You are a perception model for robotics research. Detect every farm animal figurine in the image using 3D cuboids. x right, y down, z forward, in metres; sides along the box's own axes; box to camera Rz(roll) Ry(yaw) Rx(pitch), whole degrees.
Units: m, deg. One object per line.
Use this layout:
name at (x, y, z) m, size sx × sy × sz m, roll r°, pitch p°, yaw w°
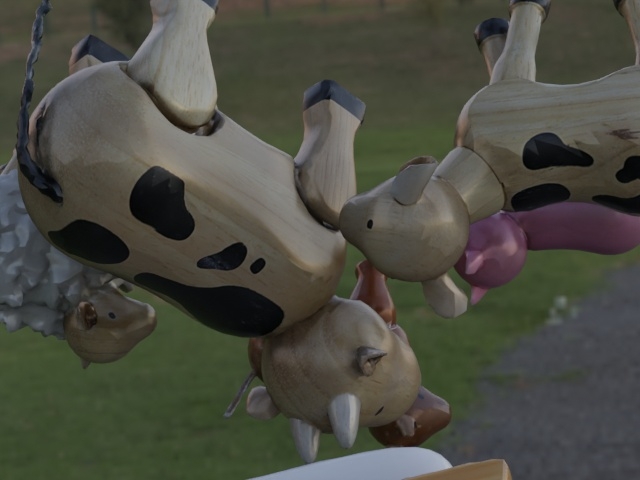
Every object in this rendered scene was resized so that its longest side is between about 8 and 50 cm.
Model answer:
farm animal figurine at (0.000, 0.000, 0.793) m, size 0.327 × 0.172 × 0.330 m, roll 21°, pitch -41°, yaw -17°

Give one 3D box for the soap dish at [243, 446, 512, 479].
soap dish at (-0.061, 0.198, 0.518) m, size 0.291 × 0.229 × 0.118 m, roll -14°, pitch 35°, yaw 0°
